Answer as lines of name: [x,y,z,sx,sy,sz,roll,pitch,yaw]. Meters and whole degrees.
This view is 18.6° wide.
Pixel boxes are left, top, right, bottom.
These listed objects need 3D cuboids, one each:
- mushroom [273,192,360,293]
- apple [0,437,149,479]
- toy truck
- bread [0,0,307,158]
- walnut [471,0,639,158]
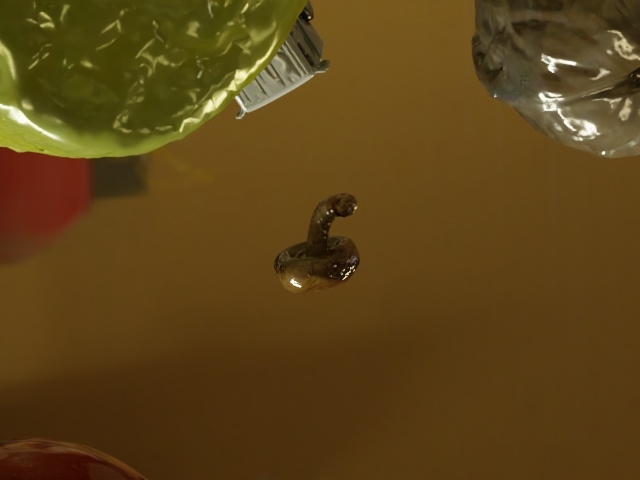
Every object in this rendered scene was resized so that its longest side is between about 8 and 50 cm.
mushroom: [0.005,0.010,1.944,0.088,0.073,0.129,-18,156,-41]
apple: [-0.188,0.262,1.283,0.216,0.260,0.260,22,-158,23]
toy truck: [-0.090,-0.231,1.715,0.101,0.242,0.125,-29,-158,13]
bread: [-0.170,-0.226,1.367,0.348,0.348,0.308,-8,-171,-23]
walnut: [0.196,-0.150,1.436,0.178,0.178,0.230,-8,-159,-26]
